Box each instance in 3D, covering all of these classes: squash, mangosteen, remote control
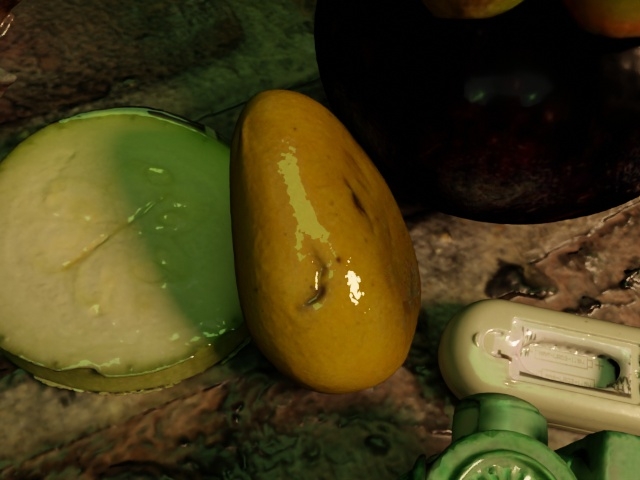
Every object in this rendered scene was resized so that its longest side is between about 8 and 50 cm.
[{"bbox_3d":[-0.134,0.001,0.523,0.219,0.041,0.219,4,59,-6],"label":"squash"},{"bbox_3d":[0.125,-0.149,0.470,0.275,0.302,0.274,-4,67,9],"label":"mangosteen"},{"bbox_3d":[0.190,0.091,0.499,0.222,0.042,0.078,11,62,1],"label":"remote control"}]

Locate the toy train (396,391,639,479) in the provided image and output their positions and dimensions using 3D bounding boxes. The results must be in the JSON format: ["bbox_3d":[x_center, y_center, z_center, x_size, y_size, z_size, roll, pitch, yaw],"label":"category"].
[{"bbox_3d":[0.119,0.214,0.373,0.202,0.145,0.266,12,63,-2],"label":"toy train"}]

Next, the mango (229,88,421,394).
[{"bbox_3d":[0.000,0.000,0.464,0.098,0.195,0.137,-10,15,30],"label":"mango"}]

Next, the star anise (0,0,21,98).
[{"bbox_3d":[-0.339,-0.164,0.549,0.223,0.109,0.236,-39,89,-13],"label":"star anise"}]
